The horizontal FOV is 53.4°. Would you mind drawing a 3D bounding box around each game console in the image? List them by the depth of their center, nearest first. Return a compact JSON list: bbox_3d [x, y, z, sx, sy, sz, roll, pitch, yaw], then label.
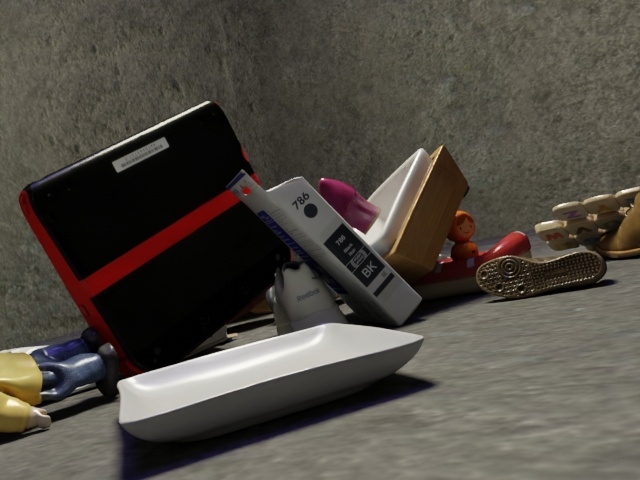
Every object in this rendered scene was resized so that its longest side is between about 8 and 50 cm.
[{"bbox_3d":[-0.230,-0.008,1.023,0.060,0.342,0.386,-13,20,46],"label":"game console"}]

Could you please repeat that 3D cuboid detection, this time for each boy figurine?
[{"bbox_3d":[-0.399,0.194,0.797,0.285,0.092,0.177,-16,29,-42],"label":"boy figurine"}]

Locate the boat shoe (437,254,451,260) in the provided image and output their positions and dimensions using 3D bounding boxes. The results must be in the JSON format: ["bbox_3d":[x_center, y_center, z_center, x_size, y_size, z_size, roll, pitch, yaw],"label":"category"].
[{"bbox_3d":[0.349,0.049,1.556,0.206,0.065,0.075,-12,-1,-44],"label":"boat shoe"}]

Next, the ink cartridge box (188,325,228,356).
[{"bbox_3d":[-0.344,0.083,1.240,0.160,0.280,0.384,-22,4,-25],"label":"ink cartridge box"}]

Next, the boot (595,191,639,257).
[{"bbox_3d":[0.582,-0.031,1.124,0.112,0.115,0.305,-17,-4,-7],"label":"boot"}]

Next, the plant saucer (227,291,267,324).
[{"bbox_3d":[-0.187,0.145,1.438,0.199,0.037,0.200,-34,-7,-5],"label":"plant saucer"}]

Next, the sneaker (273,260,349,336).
[{"bbox_3d":[-0.029,0.095,1.069,0.110,0.130,0.297,-21,0,-14],"label":"sneaker"}]

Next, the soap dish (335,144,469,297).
[{"bbox_3d":[0.141,-0.014,1.167,0.118,0.229,0.291,30,-25,-6],"label":"soap dish"}]

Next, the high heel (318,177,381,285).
[{"bbox_3d":[0.000,-0.001,1.134,0.244,0.117,0.082,-54,8,41],"label":"high heel"}]

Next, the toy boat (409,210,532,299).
[{"bbox_3d":[0.269,0.019,1.179,0.230,0.151,0.151,-13,-1,31],"label":"toy boat"}]

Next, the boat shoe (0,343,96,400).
[{"bbox_3d":[-0.418,0.199,0.982,0.258,0.095,0.084,-13,-4,-39],"label":"boat shoe"}]

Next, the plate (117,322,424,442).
[{"bbox_3d":[-0.067,0.144,0.665,0.277,0.045,0.278,-13,0,-19],"label":"plate"}]

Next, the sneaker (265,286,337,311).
[{"bbox_3d":[-0.036,0.129,1.476,0.131,0.112,0.319,-41,-14,32],"label":"sneaker"}]

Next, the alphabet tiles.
[{"bbox_3d":[0.582,-0.031,1.255,0.284,0.021,0.278,-14,-25,32],"label":"alphabet tiles"}]

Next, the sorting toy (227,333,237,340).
[{"bbox_3d":[-0.210,0.197,1.239,0.083,0.012,0.062,-13,-3,22],"label":"sorting toy"}]

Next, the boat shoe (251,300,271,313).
[{"bbox_3d":[-0.065,0.136,1.700,0.276,0.098,0.096,-20,-26,-3],"label":"boat shoe"}]

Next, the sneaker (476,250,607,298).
[{"bbox_3d":[0.338,0.057,0.974,0.188,0.066,0.071,-7,-14,29],"label":"sneaker"}]

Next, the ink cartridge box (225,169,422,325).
[{"bbox_3d":[0.000,0.000,1.004,0.065,0.332,0.165,-48,11,-14],"label":"ink cartridge box"}]
